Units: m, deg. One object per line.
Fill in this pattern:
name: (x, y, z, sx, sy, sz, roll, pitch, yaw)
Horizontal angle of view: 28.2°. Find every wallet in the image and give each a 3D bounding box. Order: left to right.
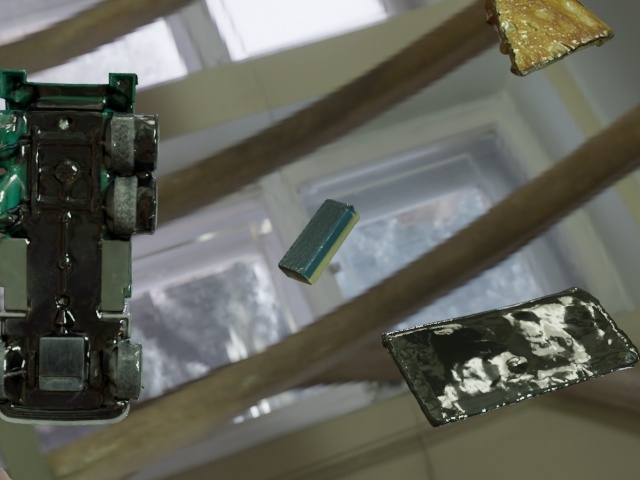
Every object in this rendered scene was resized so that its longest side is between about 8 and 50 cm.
wallet: (0.227, 0.133, 1.519, 0.146, 0.285, 0.030, -122, -154, -43)

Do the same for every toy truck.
toy truck: (-0.157, 0.003, 0.812, 0.116, 0.110, 0.216, -142, -128, -83)

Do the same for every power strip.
power strip: (0.000, 0.000, 1.691, 0.056, 0.123, 0.032, 17, -23, 49)

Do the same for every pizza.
pizza: (0.255, -0.238, 1.477, 0.036, 0.185, 0.176, 121, -17, -51)

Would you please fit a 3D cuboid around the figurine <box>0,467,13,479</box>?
figurine: (-0.450, 0.393, 1.724, 0.186, 0.287, 0.176, 32, 68, -58)
